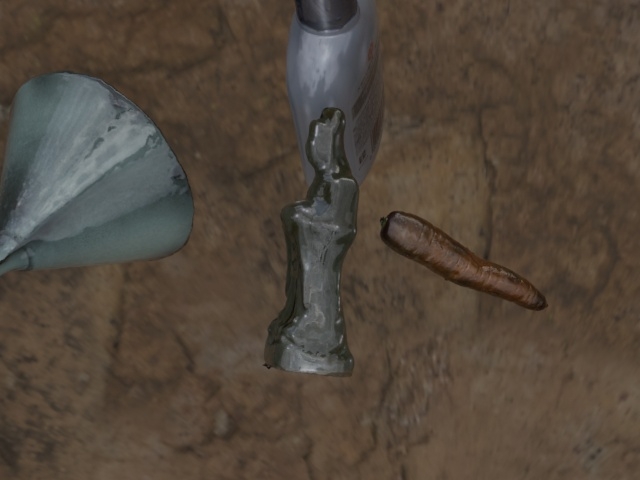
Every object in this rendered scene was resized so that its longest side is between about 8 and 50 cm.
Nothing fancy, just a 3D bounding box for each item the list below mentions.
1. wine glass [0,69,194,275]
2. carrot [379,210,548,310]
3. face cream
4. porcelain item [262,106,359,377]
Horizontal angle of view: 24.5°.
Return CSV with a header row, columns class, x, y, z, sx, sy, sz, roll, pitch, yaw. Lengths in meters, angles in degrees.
class,x,y,z,sx,sy,sz,roll,pitch,yaw
wine glass,-0.354,0.028,1.594,0.267,0.267,0.406,32,49,12
carrot,0.119,0.022,1.215,0.165,0.036,0.035,29,79,-15
face cream,0.012,-0.155,1.289,0.071,0.291,0.143,11,65,11
porcelain item,0.000,0.000,1.185,0.069,0.081,0.215,6,91,-11
